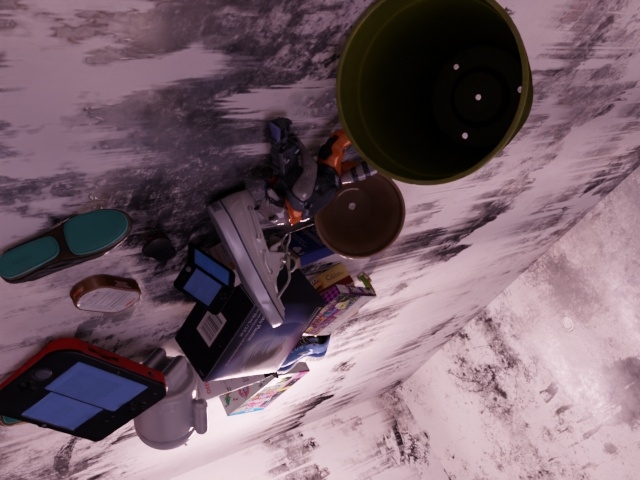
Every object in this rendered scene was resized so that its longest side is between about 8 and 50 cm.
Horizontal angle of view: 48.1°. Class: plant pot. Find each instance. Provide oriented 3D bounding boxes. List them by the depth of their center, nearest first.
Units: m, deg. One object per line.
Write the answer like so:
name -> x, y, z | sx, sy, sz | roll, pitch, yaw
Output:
plant pot -> 0.273, -0.302, 1.448 | 0.366, 0.366, 0.353 | -43, 166, 26
plant pot -> 0.092, -0.079, 1.851 | 0.237, 0.237, 0.110 | -31, -162, 0

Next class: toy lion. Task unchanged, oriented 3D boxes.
toy lion -> 0.170, 0.162, 2.499 | 0.034, 0.096, 0.100 | -34, 157, 7

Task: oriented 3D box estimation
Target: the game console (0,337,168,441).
game console -> -0.647, 0.416, 1.936 | 0.342, 0.060, 0.386 | -39, 134, 17

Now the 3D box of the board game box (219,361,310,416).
board game box -> -0.221, 0.571, 2.854 | 0.303, 0.097, 0.224 | -42, 154, 26

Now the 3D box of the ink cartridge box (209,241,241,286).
ink cartridge box -> -0.206, 0.044, 1.826 | 0.143, 0.092, 0.090 | -31, 156, -1

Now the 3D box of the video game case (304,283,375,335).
video game case -> 0.038, 0.228, 2.321 | 0.232, 0.042, 0.210 | -42, 152, 25

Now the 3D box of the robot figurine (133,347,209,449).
robot figurine -> -0.475, 0.497, 2.197 | 0.200, 0.300, 0.353 | -47, 148, -49

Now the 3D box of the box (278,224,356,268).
box -> 0.000, 0.000, 1.936 | 0.225, 0.136, 0.036 | -19, 121, -24

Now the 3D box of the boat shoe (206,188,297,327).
boat shoe -> -0.129, 0.035, 1.711 | 0.156, 0.136, 0.367 | -29, 117, -12

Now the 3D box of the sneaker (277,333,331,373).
sneaker -> -0.092, 0.380, 2.627 | 0.330, 0.130, 0.147 | -11, 136, -44

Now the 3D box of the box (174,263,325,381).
box -> -0.193, 0.224, 2.018 | 0.294, 0.182, 0.296 | 3, 129, -50

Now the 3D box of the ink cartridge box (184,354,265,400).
ink cartridge box -> -0.311, 0.409, 2.309 | 0.218, 0.158, 0.092 | -16, 175, -23

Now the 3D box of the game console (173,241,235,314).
game console -> -0.285, 0.095, 1.748 | 0.124, 0.144, 0.085 | -56, 167, -1

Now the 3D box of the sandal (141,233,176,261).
sandal -> -0.372, 0.012, 1.645 | 0.067, 0.040, 0.179 | -22, 170, -6

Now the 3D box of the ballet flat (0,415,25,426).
ballet flat -> -0.826, 0.485, 2.025 | 0.067, 0.073, 0.206 | -12, 165, 32

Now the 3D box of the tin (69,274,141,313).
tin -> -0.509, 0.131, 1.713 | 0.106, 0.040, 0.190 | -34, 157, 19

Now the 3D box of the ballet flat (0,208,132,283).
ballet flat -> -0.500, 0.011, 1.431 | 0.280, 0.095, 0.096 | -19, 166, -1

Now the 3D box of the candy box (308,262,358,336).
candy box -> 0.026, 0.205, 2.425 | 0.183, 0.087, 0.316 | -27, 155, -6

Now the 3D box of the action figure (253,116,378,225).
action figure -> -0.003, -0.155, 1.579 | 0.330, 0.178, 0.341 | -38, 159, -7

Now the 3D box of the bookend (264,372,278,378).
bookend -> -0.244, 0.420, 2.440 | 0.157, 0.156, 0.072 | -21, -165, -20
